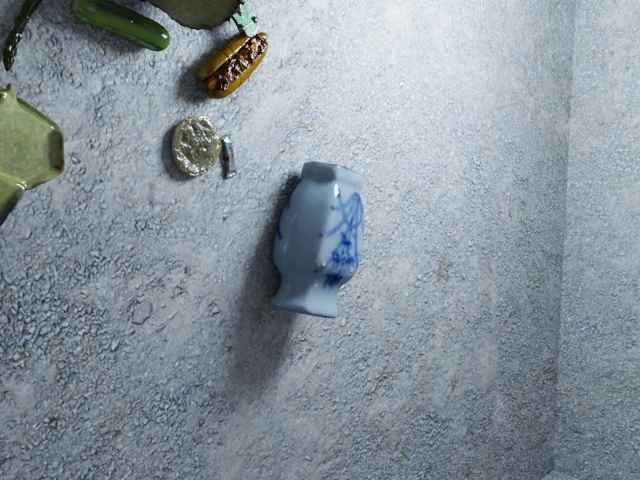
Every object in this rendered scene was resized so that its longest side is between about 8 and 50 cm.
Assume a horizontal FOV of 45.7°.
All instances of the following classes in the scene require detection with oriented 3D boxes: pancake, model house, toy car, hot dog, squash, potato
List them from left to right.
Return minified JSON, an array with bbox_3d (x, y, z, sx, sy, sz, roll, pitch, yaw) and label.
[{"bbox_3d":[-0.635,-0.149,1.342,0.321,0.261,0.266,-57,161,-1],"label":"model house"},{"bbox_3d":[-0.415,-0.459,1.609,0.229,0.066,0.066,12,88,-47],"label":"squash"},{"bbox_3d":[-0.293,-0.224,1.813,0.152,0.025,0.151,-9,103,-46],"label":"pancake"},{"bbox_3d":[-0.260,-0.648,1.627,0.301,0.289,0.237,25,57,-16],"label":"potato"},{"bbox_3d":[-0.204,-0.426,1.836,0.249,0.076,0.102,-50,134,-31],"label":"hot dog"},{"bbox_3d":[-0.195,-0.544,1.827,0.059,0.035,0.122,-47,111,-35],"label":"toy car"}]

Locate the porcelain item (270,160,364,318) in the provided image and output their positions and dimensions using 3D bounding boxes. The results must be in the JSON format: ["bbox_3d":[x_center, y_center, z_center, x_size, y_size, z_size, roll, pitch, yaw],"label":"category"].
[{"bbox_3d":[0.000,0.000,2.059,0.243,0.179,0.404,16,86,-48],"label":"porcelain item"}]

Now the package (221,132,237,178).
[{"bbox_3d":[-0.228,-0.211,1.894,0.037,0.015,0.110,-29,119,-47],"label":"package"}]

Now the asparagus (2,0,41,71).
[{"bbox_3d":[-0.567,-0.435,1.475,0.034,0.027,0.235,31,73,-35],"label":"asparagus"}]
